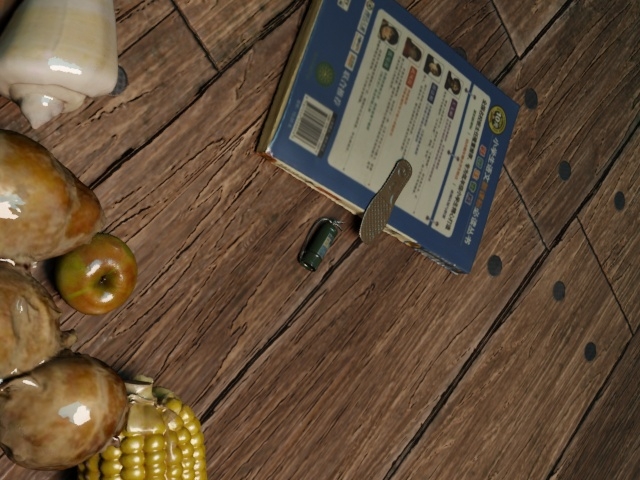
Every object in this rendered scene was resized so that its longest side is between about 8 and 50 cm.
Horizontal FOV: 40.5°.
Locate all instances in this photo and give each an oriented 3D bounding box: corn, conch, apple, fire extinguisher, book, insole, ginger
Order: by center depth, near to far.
[{"bbox_3d":[-0.315,0.033,0.807,0.256,0.176,0.375,-4,83,-23],"label":"ginger"},{"bbox_3d":[-0.277,-0.223,0.883,0.158,0.127,0.255,12,58,-13],"label":"conch"},{"bbox_3d":[-0.242,0.036,0.929,0.089,0.074,0.089,-4,96,-39],"label":"apple"},{"bbox_3d":[-0.186,0.340,0.943,0.144,0.144,0.387,-10,97,-39],"label":"corn"},{"bbox_3d":[0.000,0.000,1.161,0.038,0.025,0.083,36,67,-10],"label":"fire extinguisher"},{"bbox_3d":[0.091,-0.054,1.202,0.045,0.002,0.135,43,71,-34],"label":"insole"},{"bbox_3d":[0.120,-0.163,1.245,0.428,0.039,0.300,30,73,-37],"label":"book"}]
